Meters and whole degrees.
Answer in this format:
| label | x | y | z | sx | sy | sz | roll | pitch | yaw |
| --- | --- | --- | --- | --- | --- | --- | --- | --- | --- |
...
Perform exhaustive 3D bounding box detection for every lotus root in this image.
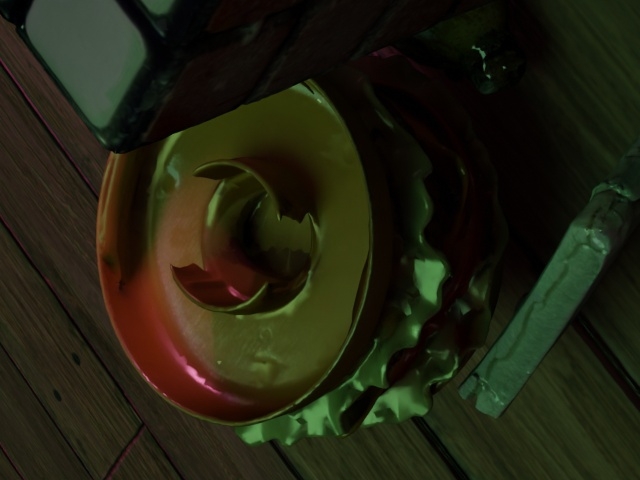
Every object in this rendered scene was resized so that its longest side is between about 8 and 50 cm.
| label | x | y | z | sx | sy | sz | roll | pitch | yaw |
| --- | --- | --- | --- | --- | --- | --- | --- | --- | --- |
| lotus root | 0.067 | -0.174 | 0.903 | 0.192 | 0.088 | 0.113 | 50 | 162 | 15 |

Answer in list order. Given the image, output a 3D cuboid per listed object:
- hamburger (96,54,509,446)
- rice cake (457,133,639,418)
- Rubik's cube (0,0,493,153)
| label | x | y | z | sx | sy | sz | roll | pitch | yaw |
| --- | --- | --- | --- | --- | --- | --- | --- | --- | --- |
| hamburger | 0.000 | 0.000 | 0.938 | 0.274 | 0.212 | 0.274 | -1 | 89 | 37 |
| rice cake | 0.163 | 0.022 | 0.895 | 0.038 | 0.124 | 0.211 | 35 | 145 | 9 |
| Rubik's cube | -0.015 | -0.303 | 0.650 | 0.337 | 0.344 | 0.344 | 53 | 136 | 12 |
